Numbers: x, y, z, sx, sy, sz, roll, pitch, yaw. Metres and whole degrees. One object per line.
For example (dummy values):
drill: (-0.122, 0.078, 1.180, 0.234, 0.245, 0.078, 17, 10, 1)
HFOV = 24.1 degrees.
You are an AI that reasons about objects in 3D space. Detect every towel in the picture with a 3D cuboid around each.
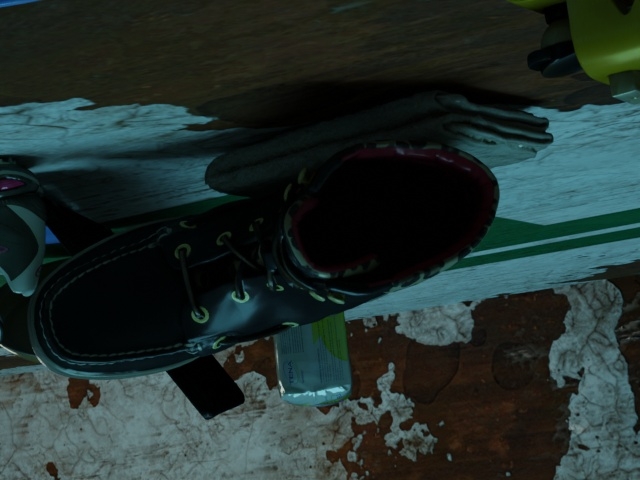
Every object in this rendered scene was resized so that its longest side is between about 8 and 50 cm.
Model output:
towel: (0.051, -0.081, 1.360, 0.282, 0.049, 0.187, -13, 168, 37)

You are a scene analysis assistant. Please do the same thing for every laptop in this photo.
laptop: (-0.306, 0.088, 1.573, 0.236, 0.408, 0.382, -40, 176, -1)

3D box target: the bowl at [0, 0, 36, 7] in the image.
bowl: (-0.176, -0.162, 0.480, 0.391, 0.077, 0.391, -6, 172, -1)

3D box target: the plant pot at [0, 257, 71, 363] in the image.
plant pot: (-0.297, 0.090, 1.860, 0.236, 0.032, 0.236, -3, -151, 2)

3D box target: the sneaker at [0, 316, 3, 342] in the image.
sneaker: (-0.520, 0.104, 1.830, 0.295, 0.178, 0.124, -23, 135, 10)

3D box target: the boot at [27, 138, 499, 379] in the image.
boot: (-0.049, 0.017, 1.272, 0.377, 0.138, 0.284, -11, 174, -20)

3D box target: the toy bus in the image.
toy bus: (0.181, -0.134, 0.867, 0.191, 0.104, 0.202, -5, 172, -11)

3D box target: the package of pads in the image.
package of pads: (-0.017, 0.111, 2.017, 0.101, 0.229, 0.296, -7, 172, 0)

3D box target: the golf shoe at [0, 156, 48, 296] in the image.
golf shoe: (-0.379, -0.001, 1.333, 0.272, 0.120, 0.105, -6, 174, 5)
